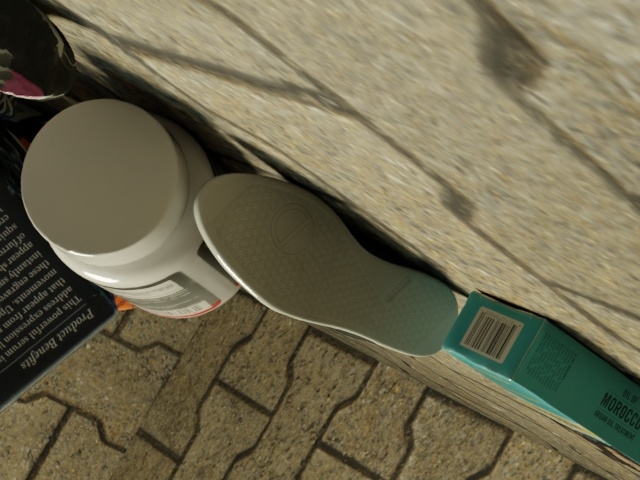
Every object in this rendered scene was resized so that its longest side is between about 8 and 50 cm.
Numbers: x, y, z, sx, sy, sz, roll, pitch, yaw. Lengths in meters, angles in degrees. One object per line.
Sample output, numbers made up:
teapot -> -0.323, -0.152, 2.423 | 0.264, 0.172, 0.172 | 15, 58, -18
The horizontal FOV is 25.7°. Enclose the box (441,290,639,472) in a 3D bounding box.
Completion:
box -> 0.224, 0.133, 1.238 | 0.244, 0.060, 0.100 | 34, 173, -34

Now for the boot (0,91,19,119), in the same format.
boot -> -0.409, -0.185, 1.737 | 0.086, 0.069, 0.190 | 17, -178, -20

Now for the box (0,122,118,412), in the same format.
box -> -0.412, -0.041, 1.408 | 0.395, 0.212, 0.293 | 52, 179, -19

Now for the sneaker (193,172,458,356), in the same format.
sneaker -> -0.023, 0.020, 1.269 | 0.295, 0.105, 0.147 | 29, 171, -35

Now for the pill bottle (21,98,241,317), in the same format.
pill bottle -> -0.161, -0.027, 1.290 | 0.161, 0.161, 0.283 | 29, 174, 14

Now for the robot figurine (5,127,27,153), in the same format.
robot figurine -> -0.434, 0.001, 1.674 | 0.299, 0.354, 0.200 | 0, -165, 14

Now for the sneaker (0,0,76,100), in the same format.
sneaker -> -0.239, -0.158, 1.080 | 0.178, 0.072, 0.077 | 36, -169, 33

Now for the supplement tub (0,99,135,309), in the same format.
supplement tub -> -0.354, -0.049, 1.864 | 0.338, 0.207, 0.207 | 26, 173, 30
